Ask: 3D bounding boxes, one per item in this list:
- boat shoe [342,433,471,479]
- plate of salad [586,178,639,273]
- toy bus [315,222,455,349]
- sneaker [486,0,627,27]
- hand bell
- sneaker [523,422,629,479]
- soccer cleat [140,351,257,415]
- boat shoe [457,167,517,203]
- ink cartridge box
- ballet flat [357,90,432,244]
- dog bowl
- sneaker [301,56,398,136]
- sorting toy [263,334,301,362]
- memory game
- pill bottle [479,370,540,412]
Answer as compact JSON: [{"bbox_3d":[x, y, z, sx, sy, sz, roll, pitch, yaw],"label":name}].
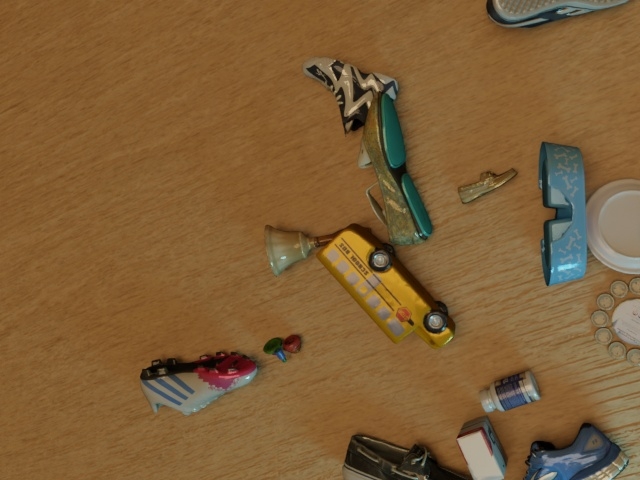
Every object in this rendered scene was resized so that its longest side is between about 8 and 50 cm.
[{"bbox_3d":[0.203,0.517,1.725,0.335,0.121,0.119,7,99,22],"label":"boat shoe"},{"bbox_3d":[0.633,-0.028,1.572,0.199,0.048,0.200,-1,76,6],"label":"plate of salad"},{"bbox_3d":[0.150,0.110,1.708,0.130,0.108,0.333,-42,88,13],"label":"toy bus"},{"bbox_3d":[0.494,-0.517,1.585,0.321,0.127,0.126,-10,95,-4],"label":"sneaker"},{"bbox_3d":[0.000,0.000,1.808,0.242,0.126,0.126,-12,88,8],"label":"hand bell"},{"bbox_3d":[0.480,0.507,1.635,0.330,0.129,0.147,-42,64,14],"label":"sneaker"},{"bbox_3d":[-0.296,0.364,1.927,0.331,0.116,0.143,-7,106,23],"label":"soccer cleat"},{"bbox_3d":[0.361,-0.127,1.679,0.135,0.050,0.045,-28,88,19],"label":"boat shoe"},{"bbox_3d":[0.348,0.448,1.653,0.063,0.150,0.109,-27,83,16],"label":"ink cartridge box"},{"bbox_3d":[0.144,-0.150,1.707,0.123,0.123,0.349,-16,100,21],"label":"ballet flat"},{"bbox_3d":[0.495,-0.056,1.578,0.074,0.166,0.297,-3,91,10],"label":"dog bowl"},{"bbox_3d":[0.049,-0.322,1.766,0.234,0.094,0.153,19,90,9],"label":"sneaker"},{"bbox_3d":[-0.089,0.266,1.869,0.102,0.061,0.042,-16,121,27],"label":"sorting toy"},{"bbox_3d":[0.658,0.168,1.598,0.186,0.012,0.186,1,93,20],"label":"memory game"},{"bbox_3d":[0.408,0.331,1.669,0.120,0.067,0.067,-24,84,20],"label":"pill bottle"}]
